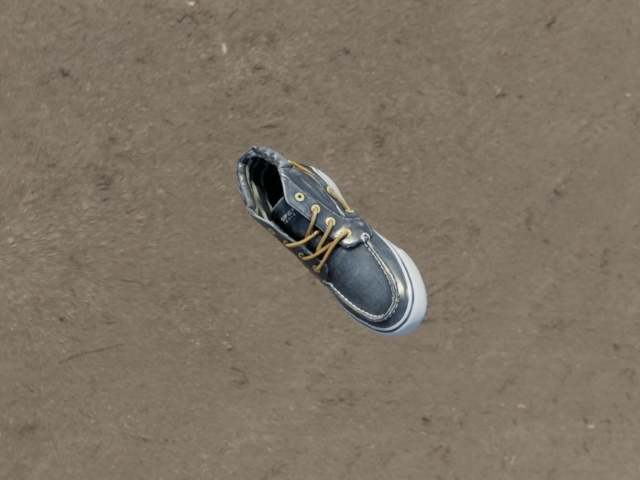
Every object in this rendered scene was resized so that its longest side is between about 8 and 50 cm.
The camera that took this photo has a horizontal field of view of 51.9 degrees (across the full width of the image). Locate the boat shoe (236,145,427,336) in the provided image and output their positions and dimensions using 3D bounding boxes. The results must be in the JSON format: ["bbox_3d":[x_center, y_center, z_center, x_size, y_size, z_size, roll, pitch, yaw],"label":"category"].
[{"bbox_3d":[0.000,0.000,0.498,0.083,0.183,0.065,20,114,-49],"label":"boat shoe"}]
